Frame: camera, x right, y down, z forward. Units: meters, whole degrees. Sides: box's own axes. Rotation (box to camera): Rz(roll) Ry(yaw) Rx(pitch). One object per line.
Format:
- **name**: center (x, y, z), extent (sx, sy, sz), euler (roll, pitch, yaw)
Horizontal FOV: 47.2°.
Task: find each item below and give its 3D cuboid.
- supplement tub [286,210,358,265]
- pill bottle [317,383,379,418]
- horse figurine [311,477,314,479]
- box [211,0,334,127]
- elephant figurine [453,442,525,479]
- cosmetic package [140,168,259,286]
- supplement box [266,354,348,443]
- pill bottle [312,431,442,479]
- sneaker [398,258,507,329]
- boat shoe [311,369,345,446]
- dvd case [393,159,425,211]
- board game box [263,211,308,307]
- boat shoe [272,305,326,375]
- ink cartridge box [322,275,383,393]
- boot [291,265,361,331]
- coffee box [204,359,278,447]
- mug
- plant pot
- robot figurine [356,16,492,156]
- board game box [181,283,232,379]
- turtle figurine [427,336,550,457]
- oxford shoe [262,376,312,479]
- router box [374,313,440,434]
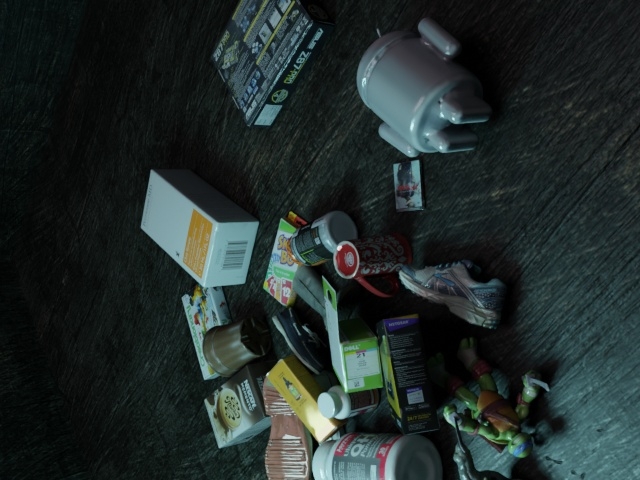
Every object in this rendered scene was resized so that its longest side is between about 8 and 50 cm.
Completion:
- **supplement tub**: center (0.000, 0.000, 1.960), extent (0.190, 0.117, 0.116), euler (-23, 75, 47)
- **pill bottle**: center (0.071, 0.409, 1.878), extent (0.086, 0.152, 0.086), euler (4, 96, 49)
- **horse figurine**: center (-0.084, 0.753, 2.154), extent (0.175, 0.066, 0.263), euler (-17, 77, 43)
- **box**: center (-0.154, -0.573, 2.115), extent (0.395, 0.097, 0.318), euler (-53, 57, 38)
- **elephant figurine**: center (0.380, 0.564, 1.540), extent (0.170, 0.186, 0.239), euler (-7, 57, 16)
- **cosmetic package**: center (-0.406, -0.052, 2.399), extent (0.453, 0.162, 0.230), euler (34, 118, 44)
- **supplement box**: center (-0.036, 0.415, 1.933), extent (0.233, 0.080, 0.078), euler (48, 114, 16)
- **pill bottle**: center (0.128, 0.563, 1.804), extent (0.319, 0.176, 0.176), euler (-15, 81, 49)
- **sneaker**: center (0.302, 0.095, 1.646), extent (0.283, 0.110, 0.122), euler (27, 95, 43)
- **boat shoe**: center (0.007, 0.495, 2.009), extent (0.096, 0.088, 0.267), euler (-4, 89, 49)
- **dvd case**: center (0.215, -0.132, 1.777), extent (0.087, 0.013, 0.119), euler (-3, 91, 50)
- **board game box**: center (-0.094, 0.054, 2.140), extent (0.124, 0.039, 0.259), euler (35, 116, 42)
- **boat shoe**: center (-0.049, 0.277, 2.054), extent (0.079, 0.095, 0.254), euler (-39, 39, -3)
- **ink cartridge box**: center (0.076, 0.222, 1.811), extent (0.189, 0.097, 0.255), euler (-133, 36, -77)
- **boot**: center (0.012, 0.130, 2.002), extent (0.189, 0.076, 0.208), euler (-61, 43, 30)
- **coffee box**: center (-0.225, 0.506, 2.258), extent (0.297, 0.119, 0.168), euler (-43, 60, 42)
- **mug**: center (0.132, 0.054, 1.767), extent (0.150, 0.169, 0.113), euler (58, 131, 30)
- **plant pot**: center (-0.248, 0.317, 2.254), extent (0.165, 0.167, 0.166), euler (-29, 71, 38)
- **robot figurine**: center (0.215, -0.331, 1.619), extent (0.353, 0.200, 0.299), euler (50, 132, 35)
- **board game box**: center (-0.367, 0.293, 2.459), extent (0.193, 0.053, 0.305), euler (-37, 65, 45)
- **turtle figurine**: center (0.343, 0.306, 1.515), extent (0.198, 0.275, 0.266), euler (-48, 47, 7)
- **oxford shoe**: center (-0.068, 0.553, 2.071), extent (0.141, 0.146, 0.396), euler (-1, 90, 24)
- **router box**: center (0.189, 0.296, 1.654), extent (0.309, 0.081, 0.242), euler (83, 177, -81)
